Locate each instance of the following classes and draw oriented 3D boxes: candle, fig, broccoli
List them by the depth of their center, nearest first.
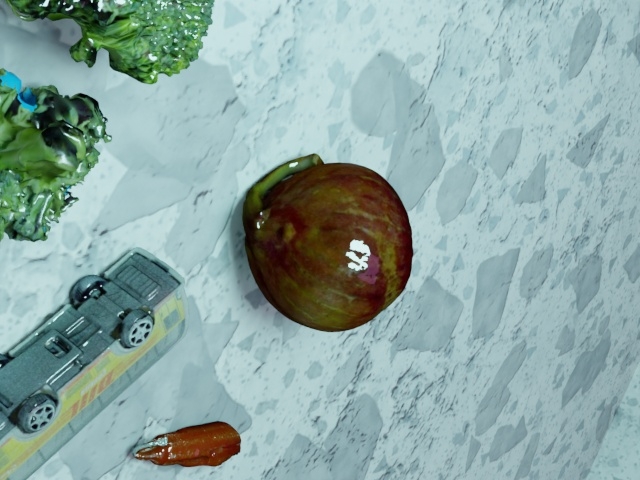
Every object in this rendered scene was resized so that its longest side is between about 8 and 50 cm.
[{"bbox_3d":[-0.181,-0.232,0.815,0.226,0.198,0.176,2,149,-22],"label":"broccoli"},{"bbox_3d":[-0.240,-0.069,0.853,0.167,0.160,0.154,15,72,-43],"label":"broccoli"},{"bbox_3d":[0.000,0.002,1.182,0.205,0.205,0.205,-29,132,-38],"label":"fig"},{"bbox_3d":[-0.154,0.242,1.241,0.162,0.048,0.053,4,79,-50],"label":"candle"}]

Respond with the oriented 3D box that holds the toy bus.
[{"bbox_3d":[-0.242,0.126,1.030,0.268,0.092,0.106,-43,148,-26],"label":"toy bus"}]
